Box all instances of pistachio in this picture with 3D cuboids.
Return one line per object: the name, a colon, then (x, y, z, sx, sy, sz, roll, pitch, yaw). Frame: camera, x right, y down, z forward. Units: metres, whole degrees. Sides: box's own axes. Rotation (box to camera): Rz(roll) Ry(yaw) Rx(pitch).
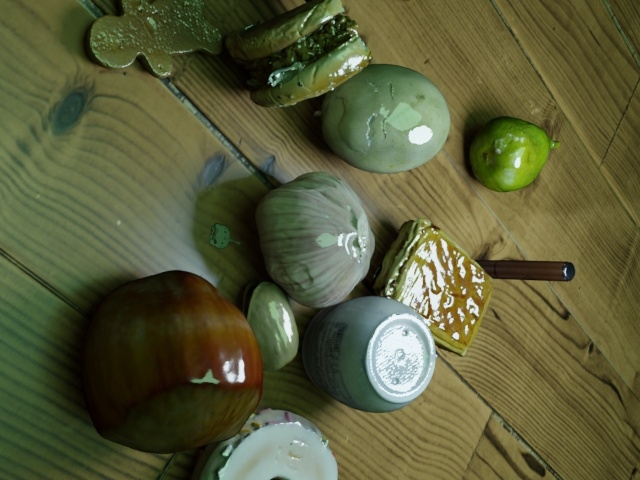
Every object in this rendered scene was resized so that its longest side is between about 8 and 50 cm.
pistachio: (-0.119, 0.192, 1.655, 0.131, 0.130, 0.206, -20, 96, -41)

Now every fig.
fig: (0.577, -0.240, 2.157, 0.314, 0.233, 0.232, 18, 78, -47)

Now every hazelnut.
hazelnut: (-0.278, 0.238, 1.426, 0.366, 0.366, 0.365, 0, 89, -38)

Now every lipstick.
lipstick: (0.540, 0.082, 2.029, 0.057, 0.357, 0.057, 0, 91, -37)

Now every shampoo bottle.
shampoo bottle: (0.114, 0.269, 1.749, 0.273, 0.266, 0.272, 0, 89, -34)

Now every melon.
melon: (0.148, -0.296, 1.785, 0.331, 0.268, 0.268, 0, 90, -18)

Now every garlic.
garlic: (0.000, 0.000, 1.665, 0.318, 0.260, 0.317, 11, 75, -47)

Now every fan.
fan: (-0.215, -0.006, 1.659, 0.083, 0.004, 0.055, 20, 77, -36)

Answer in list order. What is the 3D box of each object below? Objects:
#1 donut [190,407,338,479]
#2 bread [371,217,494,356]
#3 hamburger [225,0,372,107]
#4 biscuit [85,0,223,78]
donut: (-0.130, 0.560, 1.634, 0.383, 0.142, 0.382, 0, 91, -39)
bread: (0.289, 0.131, 1.954, 0.325, 0.167, 0.277, 35, 69, -23)
hamburger: (-0.057, -0.423, 1.612, 0.277, 0.318, 0.195, -30, 113, -1)
biscuit: (-0.354, -0.438, 1.526, 0.302, 0.049, 0.196, -32, 104, -34)
